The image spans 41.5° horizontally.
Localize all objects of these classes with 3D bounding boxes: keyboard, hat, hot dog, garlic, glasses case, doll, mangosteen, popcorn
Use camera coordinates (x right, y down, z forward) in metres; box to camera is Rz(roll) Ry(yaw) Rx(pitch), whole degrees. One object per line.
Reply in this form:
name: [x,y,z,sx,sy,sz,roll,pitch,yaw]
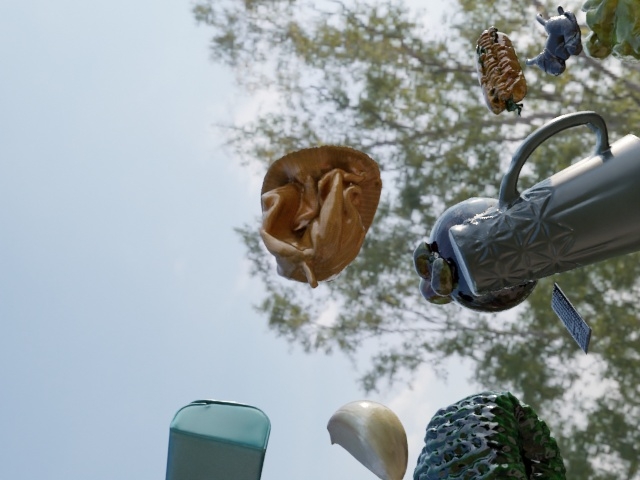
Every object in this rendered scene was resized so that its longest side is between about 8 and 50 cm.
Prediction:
keyboard: [0.523,0.161,1.770,0.198,0.010,0.063,-104,13,-64]
hat: [0.000,0.000,1.404,0.233,0.244,0.233,57,-160,-32]
hot dog: [0.284,-0.272,1.357,0.055,0.072,0.188,35,-144,-37]
garlic: [0.123,0.476,2.009,0.145,0.245,0.164,14,-71,-46]
glasses case: [-0.136,0.325,1.062,0.070,0.117,0.301,-78,0,-53]
doll: [0.465,-0.384,1.650,0.165,0.057,0.139,-109,22,-58]
hat: [0.218,0.414,1.372,0.242,0.332,0.274,42,-147,-20]
mangosteen: [0.359,0.041,1.938,0.288,0.288,0.287,-38,-46,-53]
popcorn: [0.673,-0.504,1.796,0.235,0.242,0.250,-31,-54,-61]

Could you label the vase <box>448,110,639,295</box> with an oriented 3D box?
vase: [0.329,-0.035,1.158,0.156,0.301,0.251,-89,-24,-81]
